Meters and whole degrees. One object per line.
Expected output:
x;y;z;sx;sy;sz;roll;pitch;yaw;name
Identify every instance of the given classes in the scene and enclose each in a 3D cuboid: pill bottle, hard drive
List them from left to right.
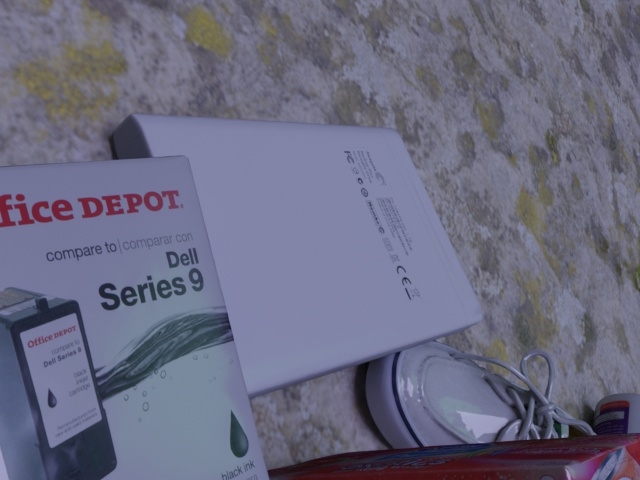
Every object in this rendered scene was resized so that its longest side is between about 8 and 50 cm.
0.000;0.000;0.747;0.353;0.047;0.233;-6;69;-50;hard drive
0.419;0.315;1.113;0.108;0.108;0.194;46;47;-29;pill bottle

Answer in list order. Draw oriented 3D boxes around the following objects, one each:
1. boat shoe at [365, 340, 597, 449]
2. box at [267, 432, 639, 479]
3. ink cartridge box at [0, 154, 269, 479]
0.209;0.196;0.871;0.367;0.156;0.136;36;52;-37;boat shoe
0.091;0.230;0.609;0.154;0.299;0.142;4;75;-48;box
-0.159;0.102;0.502;0.211;0.121;0.289;-11;86;-51;ink cartridge box
